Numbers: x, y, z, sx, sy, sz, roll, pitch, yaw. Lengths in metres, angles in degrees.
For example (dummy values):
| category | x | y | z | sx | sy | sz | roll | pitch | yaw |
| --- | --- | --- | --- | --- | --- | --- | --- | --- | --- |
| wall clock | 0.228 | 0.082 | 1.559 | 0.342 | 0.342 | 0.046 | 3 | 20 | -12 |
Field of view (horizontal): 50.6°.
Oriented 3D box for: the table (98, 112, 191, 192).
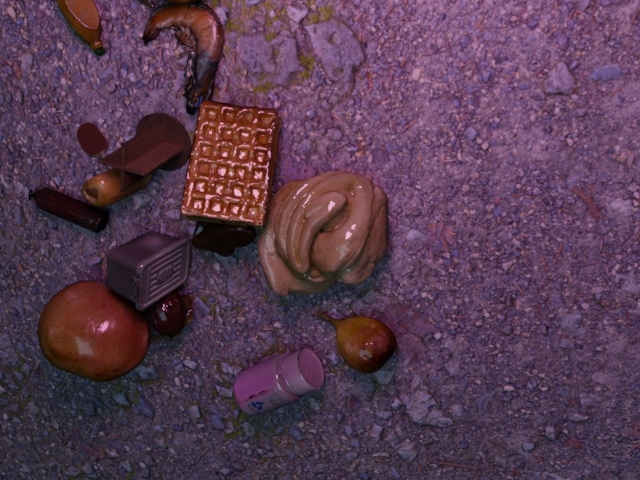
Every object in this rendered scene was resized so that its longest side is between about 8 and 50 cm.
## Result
| category | x | y | z | sx | sy | sz | roll | pitch | yaw |
| --- | --- | --- | --- | --- | --- | --- | --- | --- | --- |
| table | -0.466 | -0.226 | 1.788 | 0.167 | 0.226 | 0.167 | 7 | 117 | 14 |

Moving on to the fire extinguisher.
| category | x | y | z | sx | sy | sz | roll | pitch | yaw |
| --- | --- | --- | --- | --- | --- | --- | --- | --- | --- |
| fire extinguisher | -0.770 | -0.098 | 2.042 | 0.268 | 0.072 | 0.089 | 22 | 156 | 6 |

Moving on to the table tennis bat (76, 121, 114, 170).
| category | x | y | z | sx | sy | sz | roll | pitch | yaw |
| --- | --- | --- | --- | --- | --- | --- | --- | --- | --- |
| table tennis bat | -0.641 | -0.266 | 1.949 | 0.087 | 0.013 | 0.156 | -25 | 104 | 24 |

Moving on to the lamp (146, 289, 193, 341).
| category | x | y | z | sx | sy | sz | roll | pitch | yaw |
| --- | --- | --- | --- | --- | --- | --- | --- | --- | --- |
| lamp | -0.457 | 0.209 | 2.055 | 0.135 | 0.156 | 0.157 | -20 | 151 | -14 |

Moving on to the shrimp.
| category | x | y | z | sx | sy | sz | roll | pitch | yaw |
| --- | --- | --- | --- | --- | --- | --- | --- | --- | --- |
| shrimp | -0.359 | -0.470 | 1.734 | 0.223 | 0.054 | 0.290 | 14 | 115 | 10 |

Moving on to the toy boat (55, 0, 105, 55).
| category | x | y | z | sx | sy | sz | roll | pitch | yaw |
| --- | --- | --- | --- | --- | --- | --- | --- | --- | --- |
| toy boat | -0.624 | -0.589 | 1.754 | 0.088 | 0.089 | 0.229 | -3 | 119 | 60 |

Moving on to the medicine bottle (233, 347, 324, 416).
| category | x | y | z | sx | sy | sz | roll | pitch | yaw |
| --- | --- | --- | --- | --- | --- | --- | --- | --- | --- |
| medicine bottle | -0.125 | 0.426 | 2.042 | 0.255 | 0.152 | 0.152 | -26 | 105 | 27 |

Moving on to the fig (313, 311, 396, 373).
| category | x | y | z | sx | sy | sz | roll | pitch | yaw |
| --- | --- | --- | --- | --- | --- | --- | --- | --- | --- |
| fig | 0.086 | 0.271 | 1.924 | 0.257 | 0.159 | 0.159 | 29 | 122 | 25 |

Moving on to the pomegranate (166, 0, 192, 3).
| category | x | y | z | sx | sy | sz | roll | pitch | yaw |
| --- | --- | --- | --- | --- | --- | --- | --- | --- | --- |
| pomegranate | -0.326 | -0.651 | 1.556 | 0.207 | 0.207 | 0.207 | 7 | 117 | 14 |

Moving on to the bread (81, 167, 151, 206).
| category | x | y | z | sx | sy | sz | roll | pitch | yaw |
| --- | --- | --- | --- | --- | --- | --- | --- | --- | --- |
| bread | -0.570 | -0.152 | 1.885 | 0.134 | 0.173 | 0.085 | -22 | 99 | 45 |

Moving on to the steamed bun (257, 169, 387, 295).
| category | x | y | z | sx | sy | sz | roll | pitch | yaw |
| --- | --- | --- | --- | --- | --- | --- | --- | --- | --- |
| steamed bun | 0.001 | -0.005 | 1.754 | 0.373 | 0.230 | 0.324 | -19 | 111 | 22 |

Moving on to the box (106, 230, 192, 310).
| category | x | y | z | sx | sy | sz | roll | pitch | yaw |
| --- | --- | --- | --- | --- | --- | --- | --- | --- | --- |
| box | -0.496 | 0.074 | 1.947 | 0.135 | 0.243 | 0.163 | 21 | 121 | 20 |

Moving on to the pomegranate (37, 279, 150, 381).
| category | x | y | z | sx | sy | sz | roll | pitch | yaw |
| --- | --- | --- | --- | --- | --- | --- | --- | --- | --- |
| pomegranate | -0.673 | 0.259 | 2.058 | 0.339 | 0.338 | 0.337 | 7 | 117 | 14 |

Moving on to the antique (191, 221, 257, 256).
| category | x | y | z | sx | sy | sz | roll | pitch | yaw |
| --- | --- | --- | --- | --- | --- | --- | --- | --- | --- |
| antique | -0.259 | -0.049 | 1.845 | 0.121 | 0.143 | 0.257 | 18 | 153 | -29 |

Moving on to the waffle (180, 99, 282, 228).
| category | x | y | z | sx | sy | sz | roll | pitch | yaw |
| --- | --- | --- | --- | --- | --- | --- | --- | --- | --- |
| waffle | -0.218 | -0.192 | 1.702 | 0.213 | 0.091 | 0.307 | 8 | 81 | -1 |

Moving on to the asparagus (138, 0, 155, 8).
| category | x | y | z | sx | sy | sz | roll | pitch | yaw |
| --- | --- | --- | --- | --- | --- | --- | --- | --- | --- |
| asparagus | -0.523 | -0.640 | 1.719 | 0.236 | 0.027 | 0.034 | 20 | 91 | 6 |
